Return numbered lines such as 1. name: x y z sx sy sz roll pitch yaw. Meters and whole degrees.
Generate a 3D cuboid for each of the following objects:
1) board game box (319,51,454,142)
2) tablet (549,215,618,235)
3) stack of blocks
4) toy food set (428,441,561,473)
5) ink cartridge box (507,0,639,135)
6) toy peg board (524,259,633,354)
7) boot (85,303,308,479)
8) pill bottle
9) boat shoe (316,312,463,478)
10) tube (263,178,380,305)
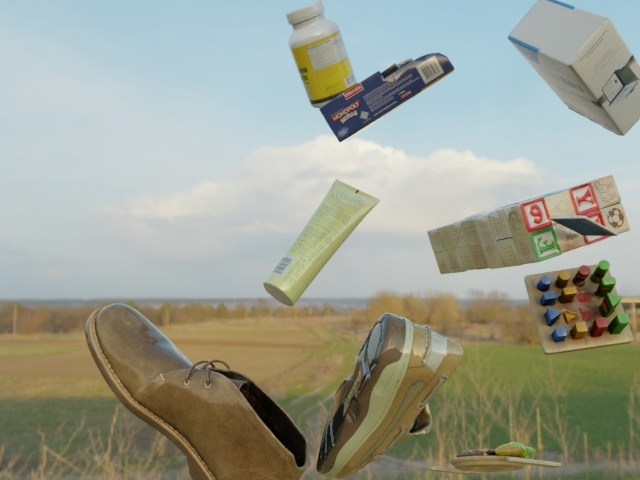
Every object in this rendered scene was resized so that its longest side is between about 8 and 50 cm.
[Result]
1. board game box: 0.091 -0.222 0.949 0.194 0.060 0.194 -32 6 2
2. tablet: 0.353 -0.020 0.819 0.083 0.006 0.054 18 -9 -33
3. stack of blocks: 0.325 -0.017 1.009 0.171 0.087 0.297 -17 -1 -18
4. toy food set: 0.277 0.354 1.002 0.132 0.039 0.192 18 -31 -30
5. ink cartridge box: 0.386 -0.254 0.897 0.190 0.082 0.140 28 17 -37
6. toy peg board: 0.486 0.115 1.145 0.160 0.161 0.079 -9 -29 6
7. boot: -0.135 0.161 0.676 0.305 0.115 0.112 43 22 15
8. pill bottle: -0.001 -0.357 1.174 0.103 0.184 0.103 -19 22 8
9. boat shoe: 0.050 0.134 0.465 0.072 0.068 0.190 16 -44 -6
10. tube: 0.000 0.000 1.014 0.070 0.240 0.062 43 -23 -16
